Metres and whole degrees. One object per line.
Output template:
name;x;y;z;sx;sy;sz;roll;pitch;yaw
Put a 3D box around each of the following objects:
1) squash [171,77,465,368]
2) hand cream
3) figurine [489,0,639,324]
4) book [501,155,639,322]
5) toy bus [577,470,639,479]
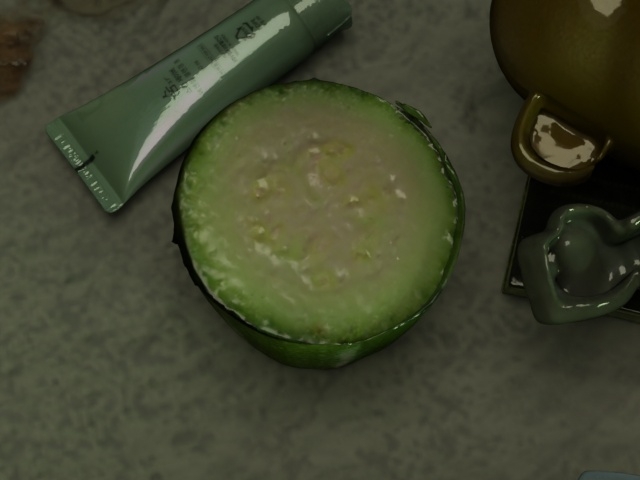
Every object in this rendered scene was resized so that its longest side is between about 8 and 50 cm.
squash;0.000;0.000;1.077;0.170;0.123;0.170;0;67;1
hand cream;-0.073;-0.102;1.162;0.205;0.050;0.078;-35;72;-8
figurine;0.235;-0.094;1.065;0.285;0.167;0.342;25;49;-1
book;0.215;-0.055;1.149;0.160;0.024;0.228;12;68;5
toy bus;0.134;0.286;0.963;0.136;0.109;0.329;20;68;29
